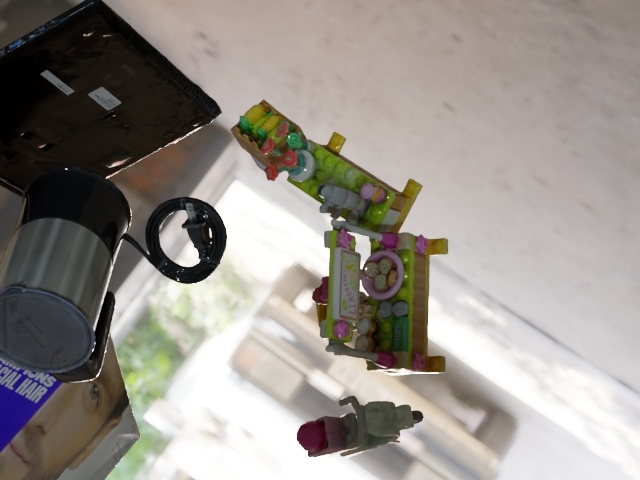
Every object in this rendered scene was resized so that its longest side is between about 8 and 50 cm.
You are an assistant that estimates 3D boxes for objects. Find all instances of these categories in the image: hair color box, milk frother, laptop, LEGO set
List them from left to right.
[{"bbox_3d":[-0.322,0.236,1.410,0.110,0.339,0.185,21,143,23],"label":"hair color box"},{"bbox_3d":[-0.250,-0.123,1.131,0.136,0.264,0.234,66,-170,20],"label":"laptop"},{"bbox_3d":[-0.154,0.024,1.075,0.143,0.135,0.129,-20,127,24],"label":"milk frother"},{"bbox_3d":[0.000,0.000,1.015,0.107,0.132,0.287,15,-129,-51],"label":"LEGO set"}]
